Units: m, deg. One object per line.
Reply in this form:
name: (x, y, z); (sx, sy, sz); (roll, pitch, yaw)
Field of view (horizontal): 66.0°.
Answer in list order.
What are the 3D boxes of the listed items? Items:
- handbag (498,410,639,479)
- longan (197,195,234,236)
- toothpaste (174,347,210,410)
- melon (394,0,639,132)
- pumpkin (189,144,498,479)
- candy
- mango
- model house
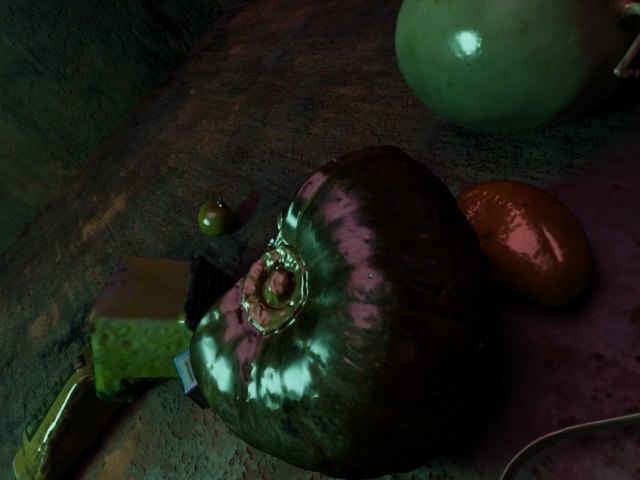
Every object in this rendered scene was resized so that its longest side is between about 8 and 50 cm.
handbag: (0.222, 0.204, 0.298); (0.256, 0.079, 0.219); (-17, 41, 31)
longan: (-0.200, -0.048, 0.953); (0.075, 0.075, 0.083); (-112, 36, -52)
toothpaste: (-0.057, 0.107, 0.633); (0.267, 0.050, 0.065); (-35, 41, -8)
melon: (0.228, -0.254, 0.589); (0.308, 0.272, 0.271); (9, 61, 39)
pumpkin: (0.046, 0.101, 0.481); (0.325, 0.242, 0.232); (-52, 60, 22)
candy: (-0.415, 0.300, 0.812); (0.143, 0.101, 0.271); (30, 84, 47)
mango: (0.202, -0.005, 0.508); (0.115, 0.089, 0.165); (-53, 39, -7)
model house: (-0.213, 0.129, 0.753); (0.212, 0.170, 0.194); (2, 26, -7)
